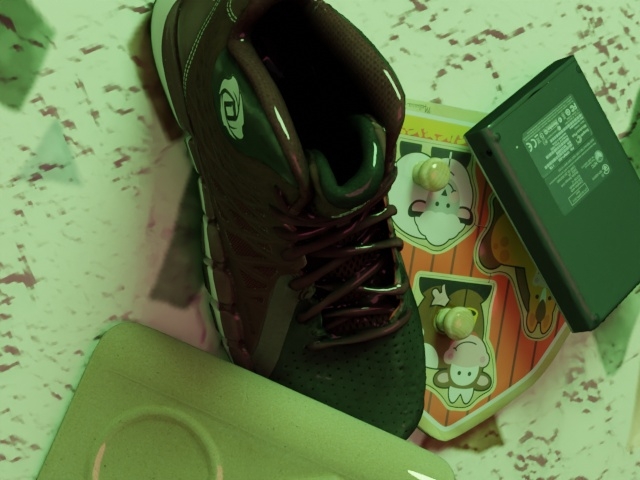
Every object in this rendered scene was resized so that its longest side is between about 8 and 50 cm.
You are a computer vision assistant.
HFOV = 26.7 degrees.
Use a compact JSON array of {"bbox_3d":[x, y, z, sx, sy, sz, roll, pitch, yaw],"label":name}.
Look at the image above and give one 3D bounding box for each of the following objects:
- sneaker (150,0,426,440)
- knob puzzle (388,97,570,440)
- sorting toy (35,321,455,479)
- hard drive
[{"bbox_3d":[0.000,0.000,0.643,0.106,0.162,0.281,-25,107,-13],"label":"sneaker"},{"bbox_3d":[0.090,0.023,0.783,0.213,0.030,0.213,-5,100,-30],"label":"knob puzzle"},{"bbox_3d":[-0.058,0.168,0.663,0.193,0.038,0.208,23,81,10],"label":"sorting toy"},{"bbox_3d":[0.148,-0.027,0.784,0.094,0.022,0.135,-39,104,-34],"label":"hard drive"}]
